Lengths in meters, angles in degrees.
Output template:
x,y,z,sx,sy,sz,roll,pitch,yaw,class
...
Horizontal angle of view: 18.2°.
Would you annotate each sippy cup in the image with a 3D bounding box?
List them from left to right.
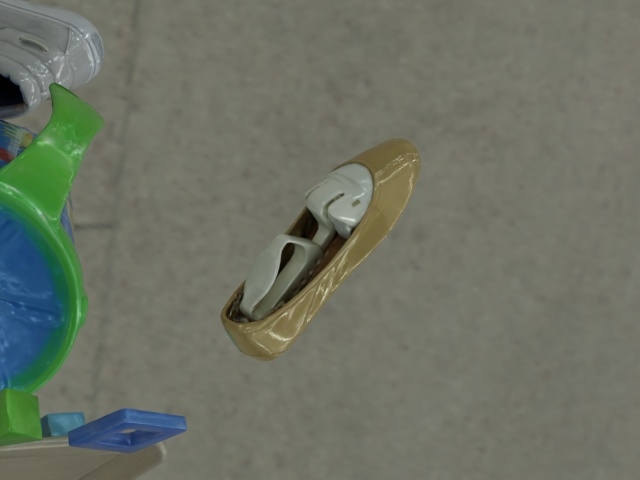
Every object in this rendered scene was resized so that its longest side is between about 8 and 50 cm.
x,y,z,sx,sy,sz,roll,pitch,yaw,class
-0.315,0.002,1.768,0.224,0.306,0.240,-89,164,-63,sippy cup

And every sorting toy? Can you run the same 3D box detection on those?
x,y,z,sx,sy,sz,roll,pitch,yaw,class
-0.241,0.166,1.501,0.196,0.348,0.047,5,66,-34,sorting toy

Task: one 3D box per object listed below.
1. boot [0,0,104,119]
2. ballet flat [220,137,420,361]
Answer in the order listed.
x,y,z,sx,sy,sz,roll,pitch,yaw,class
-0.340,-0.181,1.899,0.123,0.258,0.095,-40,131,-44,boot
0.000,0.000,1.693,0.232,0.080,0.073,-55,139,-4,ballet flat
